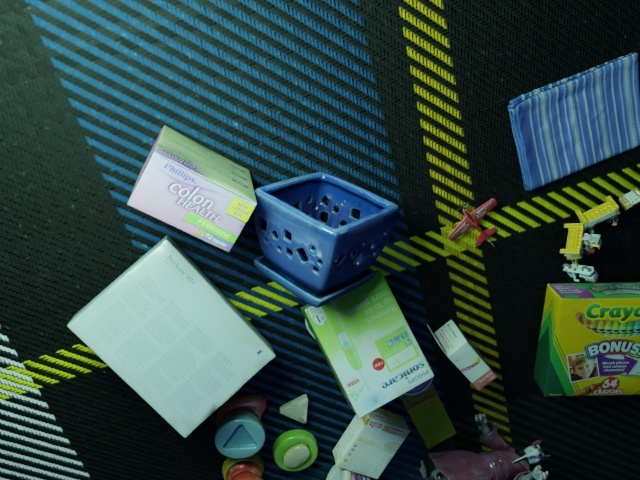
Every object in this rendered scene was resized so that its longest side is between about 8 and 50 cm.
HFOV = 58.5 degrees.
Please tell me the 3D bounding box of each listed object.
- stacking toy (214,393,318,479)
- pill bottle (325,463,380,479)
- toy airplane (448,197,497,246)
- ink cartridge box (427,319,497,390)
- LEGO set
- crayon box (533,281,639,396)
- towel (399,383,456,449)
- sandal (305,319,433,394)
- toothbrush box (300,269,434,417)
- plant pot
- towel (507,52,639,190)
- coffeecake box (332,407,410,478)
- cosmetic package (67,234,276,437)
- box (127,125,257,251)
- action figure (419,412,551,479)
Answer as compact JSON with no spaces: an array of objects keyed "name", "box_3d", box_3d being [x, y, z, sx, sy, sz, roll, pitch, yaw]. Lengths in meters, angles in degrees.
[{"name":"stacking toy","box_3d":[-0.141,0.572,1.543,0.279,0.130,0.309,-9,114,-7]},{"name":"pill bottle","box_3d":[0.118,0.734,1.670,0.193,0.108,0.108,31,104,-21]},{"name":"toy airplane","box_3d":[0.396,-0.040,1.446,0.151,0.028,0.151,-4,114,-8]},{"name":"ink cartridge box","box_3d":[0.377,0.295,1.533,0.067,0.115,0.198,-40,114,8]},{"name":"LEGO set","box_3d":[0.716,-0.010,1.481,0.287,0.132,0.107,-50,132,-13]},{"name":"crayon box","box_3d":[0.804,0.274,1.587,0.362,0.106,0.313,-1,114,-1]},{"name":"towel","box_3d":[0.314,0.506,1.661,0.102,0.021,0.237,-27,115,2]},{"name":"sandal","box_3d":[0.149,0.280,1.490,0.416,0.102,0.169,34,101,-19]},{"name":"toothbrush box","box_3d":[0.108,0.242,1.378,0.206,0.122,0.283,-26,90,-8]},{"name":"plant pot","box_3d":[0.000,0.000,1.241,0.236,0.236,0.212,-22,132,-46]},{"name":"towel","box_3d":[0.627,-0.281,1.385,0.335,0.040,0.243,-22,115,-1]},{"name":"coffeecake box","box_3d":[0.143,0.572,1.630,0.142,0.068,0.186,25,106,-19]},{"name":"cosmetic package","box_3d":[-0.333,0.221,1.324,0.284,0.097,0.377,-41,105,-3]},{"name":"box","box_3d":[-0.258,-0.112,1.176,0.213,0.243,0.117,27,105,-20]},{"name":"action figure","box_3d":[0.494,0.672,1.643,0.369,0.248,0.276,-9,122,-10]}]
